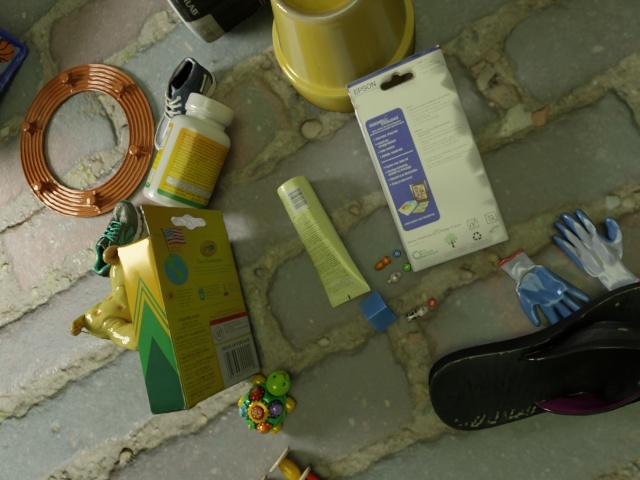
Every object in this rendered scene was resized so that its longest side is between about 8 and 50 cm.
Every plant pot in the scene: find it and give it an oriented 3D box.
[{"bbox_3d":[0.027,-0.372,0.696,0.253,0.239,0.254,-1,86,12],"label":"plant pot"}]

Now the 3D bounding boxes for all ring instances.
[{"bbox_3d":[-0.509,-0.216,0.910,0.336,0.032,0.337,-1,87,11],"label":"ring"}]

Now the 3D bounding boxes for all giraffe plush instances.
[{"bbox_3d":[-0.339,0.104,0.793,0.210,0.181,0.171,14,78,-4],"label":"giraffe plush"}]

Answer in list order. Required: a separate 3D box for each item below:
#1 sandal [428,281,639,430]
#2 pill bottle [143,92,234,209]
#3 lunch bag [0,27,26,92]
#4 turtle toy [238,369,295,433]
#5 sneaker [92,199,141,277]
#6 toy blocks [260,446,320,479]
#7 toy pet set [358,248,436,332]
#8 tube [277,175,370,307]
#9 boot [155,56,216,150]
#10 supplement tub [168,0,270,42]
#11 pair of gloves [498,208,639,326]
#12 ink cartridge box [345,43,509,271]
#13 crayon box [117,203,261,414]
[{"bbox_3d":[0.386,0.199,0.639,0.445,0.107,0.168,-25,97,13],"label":"sandal"},{"bbox_3d":[-0.241,-0.161,0.805,0.117,0.117,0.209,22,92,12],"label":"pill bottle"},{"bbox_3d":[-0.896,-0.361,0.901,0.327,0.239,0.386,29,86,10],"label":"lunch bag"},{"bbox_3d":[-0.097,0.291,0.775,0.095,0.066,0.130,33,94,12],"label":"turtle toy"},{"bbox_3d":[-0.410,-0.001,0.853,0.064,0.076,0.167,7,89,12],"label":"sneaker"},{"bbox_3d":[-0.040,0.466,0.760,0.148,0.054,0.123,38,94,11],"label":"toy blocks"},{"bbox_3d":[0.123,0.094,0.738,0.114,0.065,0.122,-37,80,8],"label":"toy pet set"},{"bbox_3d":[0.000,0.000,0.776,0.062,0.070,0.240,-26,82,-12],"label":"tube"},{"bbox_3d":[-0.283,-0.263,0.834,0.069,0.086,0.190,32,94,12],"label":"boot"},{"bbox_3d":[-0.136,-0.523,0.762,0.316,0.193,0.194,-30,81,9],"label":"supplement tub"},{"bbox_3d":[0.405,0.049,0.692,0.198,0.023,0.159,-41,78,15],"label":"pair of gloves"},{"bbox_3d":[0.176,-0.130,0.714,0.165,0.065,0.333,-19,94,11],"label":"ink cartridge box"},{"bbox_3d":[-0.222,0.103,0.740,0.081,0.202,0.319,-17,82,24],"label":"crayon box"}]
